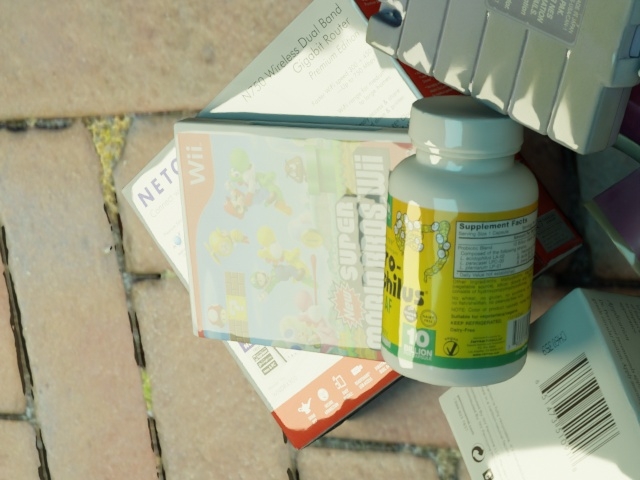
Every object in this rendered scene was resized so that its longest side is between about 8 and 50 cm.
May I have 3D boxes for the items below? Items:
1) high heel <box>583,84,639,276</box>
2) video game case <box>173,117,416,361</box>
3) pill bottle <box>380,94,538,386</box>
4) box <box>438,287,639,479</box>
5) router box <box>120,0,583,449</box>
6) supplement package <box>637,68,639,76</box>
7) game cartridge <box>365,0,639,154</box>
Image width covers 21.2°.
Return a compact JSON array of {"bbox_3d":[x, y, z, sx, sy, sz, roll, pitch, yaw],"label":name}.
[{"bbox_3d":[0.226,-0.159,1.356,0.181,0.127,0.377,-36,78,8],"label":"high heel"},{"bbox_3d":[0.000,0.000,1.477,0.285,0.025,0.204,5,108,33],"label":"video game case"},{"bbox_3d":[0.108,-0.002,1.324,0.117,0.117,0.208,13,110,31],"label":"pill bottle"},{"bbox_3d":[0.219,0.162,1.386,0.182,0.119,0.181,-44,53,35],"label":"box"},{"bbox_3d":[0.017,-0.022,1.526,0.335,0.082,0.301,-41,80,36],"label":"router box"},{"bbox_3d":[0.383,-0.149,1.105,0.293,0.175,0.177,-56,44,35],"label":"supplement package"},{"bbox_3d":[0.162,-0.262,1.208,0.230,0.068,0.355,29,122,29],"label":"game cartridge"}]
